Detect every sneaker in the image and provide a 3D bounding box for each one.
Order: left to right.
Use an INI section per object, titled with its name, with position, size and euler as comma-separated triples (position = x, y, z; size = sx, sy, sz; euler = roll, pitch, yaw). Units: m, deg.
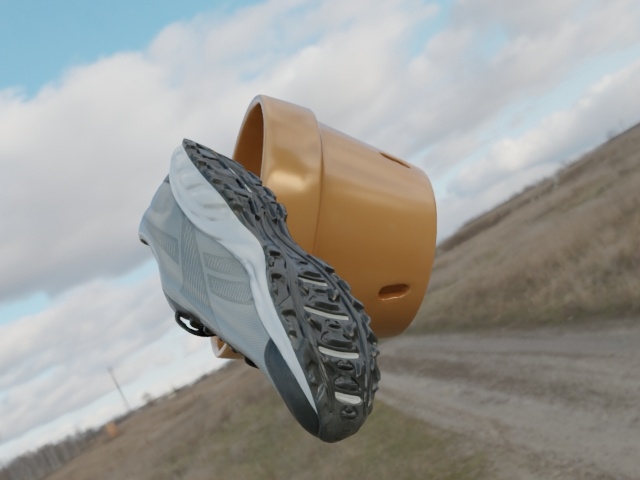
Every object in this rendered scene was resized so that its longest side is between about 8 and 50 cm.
[sneaker]
position = -0.052, 0.042, 0.598
size = 0.100, 0.271, 0.108
euler = 21, -66, -48

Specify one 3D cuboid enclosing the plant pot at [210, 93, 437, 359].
[plant pot]
position = 0.000, 0.000, 0.927
size = 0.203, 0.291, 0.291
euler = 10, -17, -14
